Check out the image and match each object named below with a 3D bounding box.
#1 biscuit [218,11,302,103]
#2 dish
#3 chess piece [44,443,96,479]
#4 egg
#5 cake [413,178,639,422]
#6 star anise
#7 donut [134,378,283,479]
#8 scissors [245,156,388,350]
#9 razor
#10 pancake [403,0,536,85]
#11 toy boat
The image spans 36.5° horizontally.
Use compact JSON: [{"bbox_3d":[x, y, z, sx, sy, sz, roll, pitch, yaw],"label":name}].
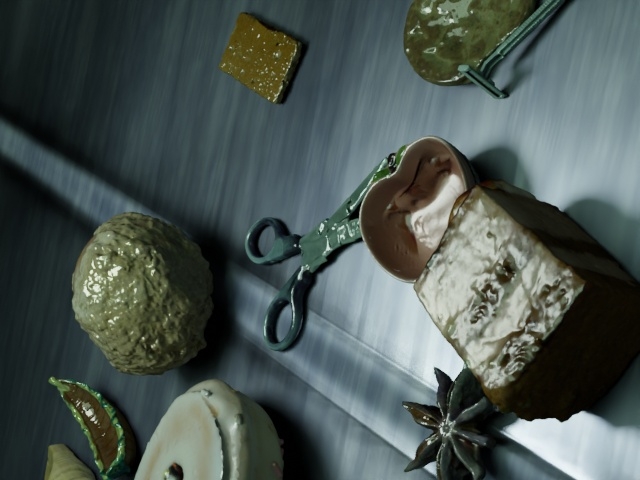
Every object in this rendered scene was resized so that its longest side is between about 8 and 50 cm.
[{"bbox_3d":[-0.115,-0.352,1.863,0.231,0.025,0.131,40,112,46],"label":"biscuit"},{"bbox_3d":[0.163,-0.042,1.417,0.213,0.090,0.213,-11,75,46],"label":"dish"},{"bbox_3d":[-0.543,0.532,2.082,0.301,0.137,0.137,20,96,62],"label":"chess piece"},{"bbox_3d":[-0.335,0.098,1.833,0.279,0.279,0.310,-25,90,43],"label":"egg"},{"bbox_3d":[0.244,0.059,1.213,0.293,0.196,0.198,51,121,41],"label":"cake"},{"bbox_3d":[0.180,0.261,1.340,0.181,0.061,0.204,-22,65,45],"label":"star anise"},{"bbox_3d":[-0.191,0.426,1.627,0.383,0.142,0.382,-39,40,43],"label":"donut"},{"bbox_3d":[0.000,0.000,1.637,0.383,0.029,0.256,-41,52,38],"label":"scissors"},{"bbox_3d":[0.291,-0.297,1.361,0.211,0.084,0.036,-47,36,18],"label":"razor"},{"bbox_3d":[0.223,-0.342,1.458,0.222,0.042,0.236,41,110,43],"label":"pancake"},{"bbox_3d":[-0.468,0.382,2.038,0.293,0.099,0.108,45,115,37],"label":"toy boat"}]
